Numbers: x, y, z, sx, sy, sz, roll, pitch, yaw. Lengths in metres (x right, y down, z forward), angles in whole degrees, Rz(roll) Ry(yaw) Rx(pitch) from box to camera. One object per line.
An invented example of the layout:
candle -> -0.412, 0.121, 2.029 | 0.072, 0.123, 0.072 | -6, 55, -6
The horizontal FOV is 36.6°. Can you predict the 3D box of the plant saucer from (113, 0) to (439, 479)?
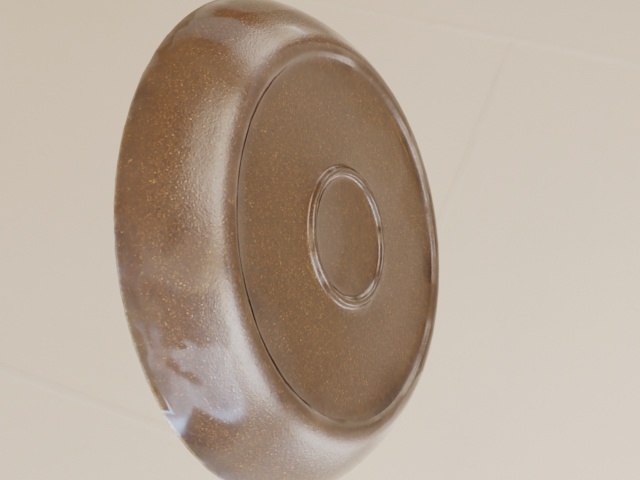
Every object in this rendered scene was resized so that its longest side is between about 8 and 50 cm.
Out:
plant saucer -> 0.000, 0.000, 0.594 | 0.050, 0.310, 0.311 | -8, -127, 33
